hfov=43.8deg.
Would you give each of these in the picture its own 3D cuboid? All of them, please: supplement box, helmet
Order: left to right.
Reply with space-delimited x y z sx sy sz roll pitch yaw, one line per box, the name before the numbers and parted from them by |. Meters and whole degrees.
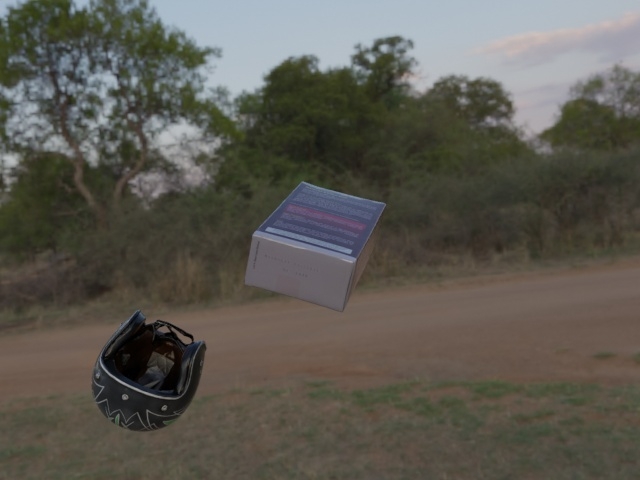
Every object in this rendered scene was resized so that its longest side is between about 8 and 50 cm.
helmet | -0.259 0.203 1.183 0.170 0.161 0.169 22 -24 10
supplement box | 0.000 0.000 1.046 0.130 0.073 0.239 16 23 9
